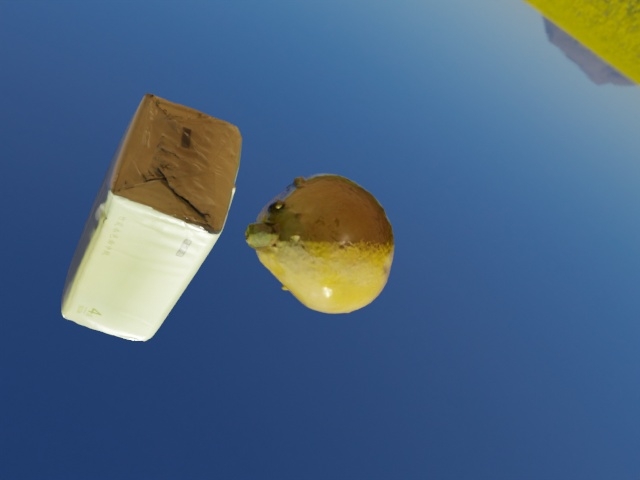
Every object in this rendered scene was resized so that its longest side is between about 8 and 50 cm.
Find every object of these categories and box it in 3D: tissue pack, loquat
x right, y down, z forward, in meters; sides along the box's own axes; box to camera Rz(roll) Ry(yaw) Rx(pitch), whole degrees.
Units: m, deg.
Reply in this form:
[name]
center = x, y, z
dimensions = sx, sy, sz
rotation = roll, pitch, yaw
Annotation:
[tissue pack]
center = -0.188, -0.019, 0.744
dimensions = 0.125, 0.234, 0.159
rotation = 21, -134, -19
[loquat]
center = 0.000, 0.000, 0.781
dimensions = 0.204, 0.149, 0.172
rotation = 12, -145, -40
